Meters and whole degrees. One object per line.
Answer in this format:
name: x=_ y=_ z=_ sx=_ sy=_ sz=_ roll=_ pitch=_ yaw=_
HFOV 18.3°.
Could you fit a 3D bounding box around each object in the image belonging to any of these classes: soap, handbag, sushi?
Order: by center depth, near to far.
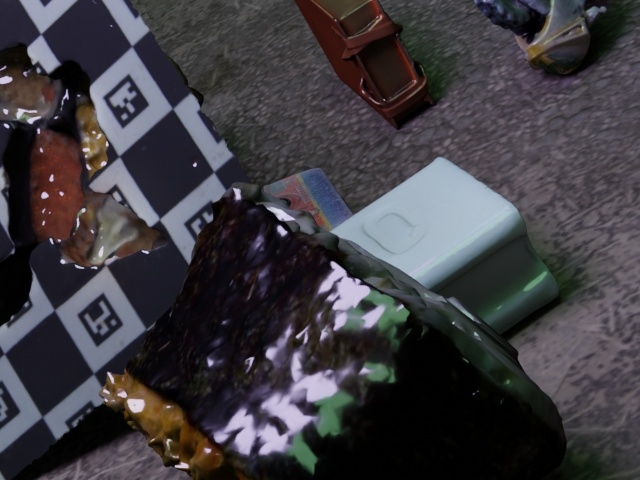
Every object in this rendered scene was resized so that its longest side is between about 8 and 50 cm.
sushi: x=0.015 y=0.111 z=1.244 sx=0.207 sy=0.234 sz=0.348 roll=-54 pitch=23 yaw=-2
soap: x=0.027 y=0.059 z=1.491 sx=0.265 sy=0.087 sz=0.160 roll=-34 pitch=26 yaw=-6
sushi: x=-0.227 y=-0.028 z=1.645 sx=0.359 sy=0.343 sz=0.064 roll=-40 pitch=-16 yaw=21
handbag: x=0.034 y=-0.190 z=1.883 sx=0.063 sy=0.127 sz=0.190 roll=-33 pitch=27 yaw=-4

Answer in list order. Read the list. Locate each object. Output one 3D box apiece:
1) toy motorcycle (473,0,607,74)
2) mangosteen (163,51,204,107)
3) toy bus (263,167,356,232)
toy motorcycle: x=0.212 y=-0.225 z=1.789 sx=0.094 sy=0.130 sz=0.229 roll=-37 pitch=2 yaw=41
mangosteen: x=-0.262 y=-0.077 z=1.838 sx=0.311 sy=0.311 sz=0.311 roll=-25 pitch=26 yaw=13
toy bus: x=0.000 y=0.000 z=1.656 sx=0.077 sy=0.065 sz=0.192 roll=-25 pitch=26 yaw=-4
